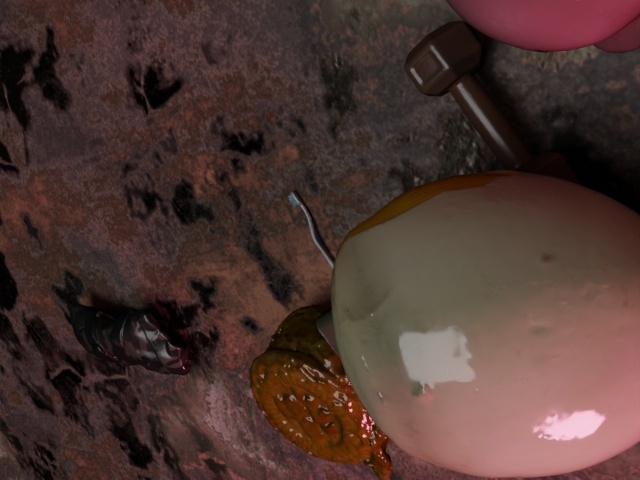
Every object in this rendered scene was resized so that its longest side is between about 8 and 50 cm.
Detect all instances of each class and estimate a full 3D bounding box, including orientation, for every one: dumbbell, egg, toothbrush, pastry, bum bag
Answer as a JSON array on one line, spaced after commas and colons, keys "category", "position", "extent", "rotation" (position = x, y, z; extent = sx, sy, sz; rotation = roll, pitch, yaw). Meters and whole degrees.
[{"category": "dumbbell", "position": [0.184, -0.128, 0.858], "extent": [0.231, 0.082, 0.092], "rotation": [56, 135, 3]}, {"category": "egg", "position": [0.182, 0.076, 0.738], "extent": [0.345, 0.283, 0.283], "rotation": [1, 117, 7]}, {"category": "toothbrush", "position": [0.000, 0.000, 1.143], "extent": [0.017, 0.014, 0.162], "rotation": [-32, 90, 32]}, {"category": "pastry", "position": [0.020, 0.210, 1.162], "extent": [0.235, 0.132, 0.240], "rotation": [16, 136, 27]}, {"category": "bum bag", "position": [-0.383, 0.186, 1.533], "extent": [0.340, 0.095, 0.144], "rotation": [2, 129, 43]}]

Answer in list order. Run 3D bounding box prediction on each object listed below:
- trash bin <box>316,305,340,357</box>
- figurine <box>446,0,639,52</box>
[{"category": "trash bin", "position": [0.137, 0.094, 0.999], "extent": [0.164, 0.122, 0.240], "rotation": [54, 134, 5]}, {"category": "figurine", "position": [0.197, -0.285, 0.666], "extent": [0.269, 0.211, 0.261], "rotation": [31, 130, 27]}]
